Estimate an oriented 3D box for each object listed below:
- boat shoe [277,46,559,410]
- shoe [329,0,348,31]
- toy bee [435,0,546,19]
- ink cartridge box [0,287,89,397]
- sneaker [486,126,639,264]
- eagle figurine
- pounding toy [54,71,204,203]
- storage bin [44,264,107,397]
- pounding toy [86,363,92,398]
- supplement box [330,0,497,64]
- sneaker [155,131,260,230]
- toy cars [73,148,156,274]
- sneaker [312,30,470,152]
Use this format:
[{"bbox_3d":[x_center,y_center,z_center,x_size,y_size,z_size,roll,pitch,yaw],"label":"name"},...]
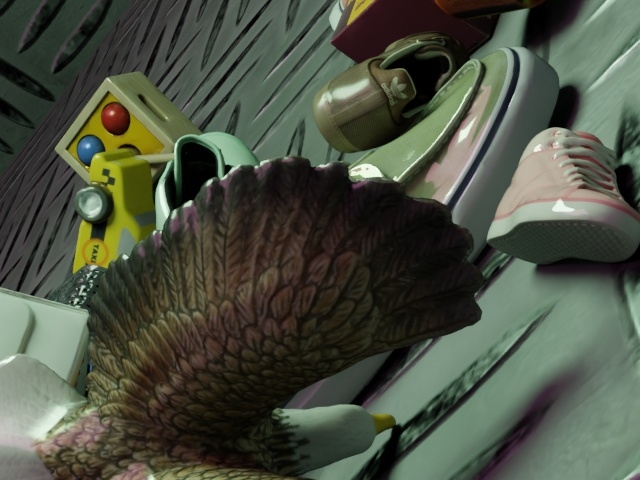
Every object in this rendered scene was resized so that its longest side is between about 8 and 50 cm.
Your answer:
[{"bbox_3d":[0.026,0.002,1.037,0.302,0.094,0.109,-54,16,11],"label":"boat shoe"},{"bbox_3d":[0.056,-0.210,1.414,0.081,0.063,0.178,-56,11,23],"label":"shoe"},{"bbox_3d":[0.149,-0.282,1.170,0.195,0.162,0.298,20,92,38],"label":"toy bee"},{"bbox_3d":[-0.296,0.172,1.307,0.270,0.197,0.198,107,179,-58],"label":"ink cartridge box"},{"bbox_3d":[0.128,-0.027,0.865,0.070,0.051,0.134,-65,13,-9],"label":"sneaker"},{"bbox_3d":[-0.046,0.106,0.895,0.225,0.226,0.298,-42,3,-25],"label":"eagle figurine"},{"bbox_3d":[-0.198,-0.100,1.873,0.130,0.141,0.100,-50,-11,25],"label":"pounding toy"},{"bbox_3d":[-0.187,0.106,1.425,0.180,0.122,0.084,-34,28,54],"label":"storage bin"},{"bbox_3d":[-0.107,0.103,1.168,0.181,0.094,0.206,-115,47,-72],"label":"pounding toy"},{"bbox_3d":[0.090,-0.214,1.290,0.104,0.081,0.188,-37,26,51],"label":"supplement box"},{"bbox_3d":[-0.078,-0.041,1.333,0.256,0.094,0.151,-92,3,-51],"label":"sneaker"},{"bbox_3d":[-0.219,0.095,1.600,0.176,0.087,0.393,81,-153,-56],"label":"toy cars"},{"bbox_3d":[0.069,-0.101,1.120,0.071,0.066,0.188,-22,8,34],"label":"sneaker"}]
